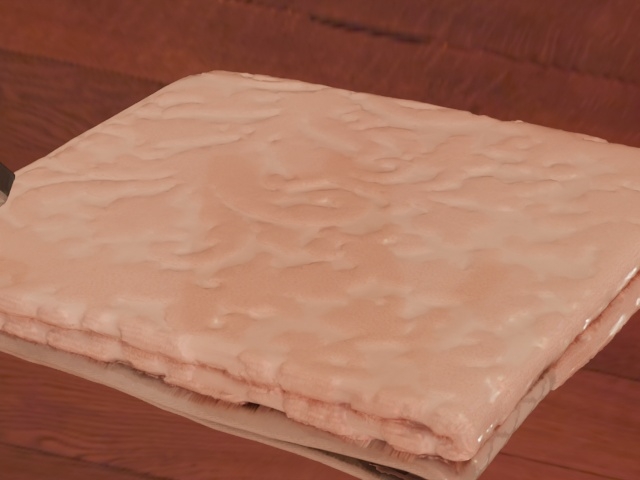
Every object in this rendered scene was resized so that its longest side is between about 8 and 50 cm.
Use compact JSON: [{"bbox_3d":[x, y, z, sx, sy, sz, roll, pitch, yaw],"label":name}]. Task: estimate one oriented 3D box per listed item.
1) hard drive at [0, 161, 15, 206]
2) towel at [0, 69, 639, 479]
[{"bbox_3d":[-0.203,-0.047,0.680,0.094,0.135,0.022,-22,40,32],"label":"hard drive"},{"bbox_3d":[0.000,0.000,0.861,0.332,0.317,0.053,15,121,27],"label":"towel"}]
